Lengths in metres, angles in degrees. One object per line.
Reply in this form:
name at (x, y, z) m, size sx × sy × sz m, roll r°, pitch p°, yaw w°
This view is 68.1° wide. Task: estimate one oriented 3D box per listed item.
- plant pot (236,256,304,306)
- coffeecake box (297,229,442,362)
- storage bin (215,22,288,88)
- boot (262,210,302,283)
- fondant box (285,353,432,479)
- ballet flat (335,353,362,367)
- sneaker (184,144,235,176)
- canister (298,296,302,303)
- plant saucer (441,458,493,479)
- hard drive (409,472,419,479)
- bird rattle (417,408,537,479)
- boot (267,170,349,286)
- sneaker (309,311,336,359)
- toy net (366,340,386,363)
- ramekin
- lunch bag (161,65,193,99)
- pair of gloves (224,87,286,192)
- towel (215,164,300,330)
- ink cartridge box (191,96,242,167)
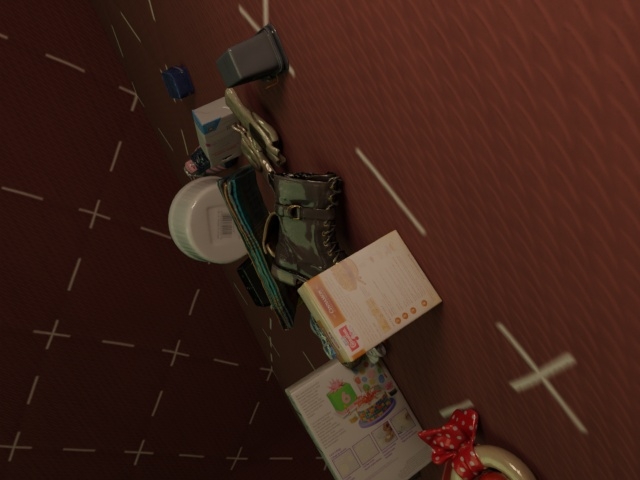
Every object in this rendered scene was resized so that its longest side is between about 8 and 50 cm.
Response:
plant pot at (-0.137, 0.099, 1.386) m, size 0.187 × 0.167 × 0.188 m, roll 62°, pitch 160°, yaw -4°
coffeecake box at (0.080, 0.091, 0.781) m, size 0.142 × 0.186 × 0.068 m, roll 58°, pitch 161°, yaw 8°
storage bin at (-0.130, -0.323, 0.872) m, size 0.135 × 0.091 × 0.098 m, roll 18°, pitch 134°, yaw 65°
boot at (-0.074, 0.020, 1.068) m, size 0.165 × 0.077 × 0.213 m, roll -55°, pitch -35°, yaw -70°
fondant box at (0.099, 0.453, 1.176) m, size 0.330 × 0.238 × 0.096 m, roll 60°, pitch 163°, yaw 2°
ballet flat at (0.033, 0.192, 1.155) m, size 0.249 × 0.084 × 0.058 m, roll 68°, pitch -168°, yaw 22°
sneaker at (-0.355, -0.253, 1.490) m, size 0.112 × 0.131 × 0.319 m, roll 63°, pitch 161°, yaw -5°
canister at (-0.124, 0.141, 1.560) m, size 0.169 × 0.073 × 0.126 m, roll 59°, pitch 162°, yaw 10°
plant saucer at (0.308, 0.567, 0.897) m, size 0.048 × 0.258 × 0.259 m, roll 19°, pitch 171°, yaw -19°
hard drive at (0.160, 0.542, 1.446) m, size 0.353 × 0.047 × 0.233 m, roll 39°, pitch 152°, yaw 46°
bird rattle at (0.288, 0.432, 0.831) m, size 0.207 × 0.143 × 0.253 m, roll -7°, pitch 70°, yaw 45°
boot at (0.013, -0.015, 0.902) m, size 0.263 × 0.091 × 0.228 m, roll 12°, pitch 111°, yaw 12°
sneaker at (0.026, 0.265, 1.338) m, size 0.211 × 0.080 × 0.081 m, roll 41°, pitch 156°, yaw 42°
toy net at (0.124, 0.202, 1.059) m, size 0.122 × 0.045 × 0.232 m, roll 38°, pitch 153°, yaw 45°
ramekin at (-0.313, -0.059, 1.464) m, size 0.135 × 0.277 × 0.277 m, roll 14°, pitch 131°, yaw 56°
lunch bag at (-0.438, -0.488, 1.470) m, size 0.067 × 0.065 × 0.098 m, roll 25°, pitch 142°, yaw 35°
pair of gloves at (-0.147, -0.233, 1.124) m, size 0.204 × 0.042 × 0.240 m, roll 51°, pitch 165°, yaw 13°
towel at (-0.131, 0.003, 1.143) m, size 0.271 × 0.040 × 0.370 m, roll -83°, pitch -28°, yaw -74°
ink cartridge box at (-0.272, -0.286, 1.268) m, size 0.061 × 0.104 × 0.181 m, roll 54°, pitch 160°, yaw 20°
